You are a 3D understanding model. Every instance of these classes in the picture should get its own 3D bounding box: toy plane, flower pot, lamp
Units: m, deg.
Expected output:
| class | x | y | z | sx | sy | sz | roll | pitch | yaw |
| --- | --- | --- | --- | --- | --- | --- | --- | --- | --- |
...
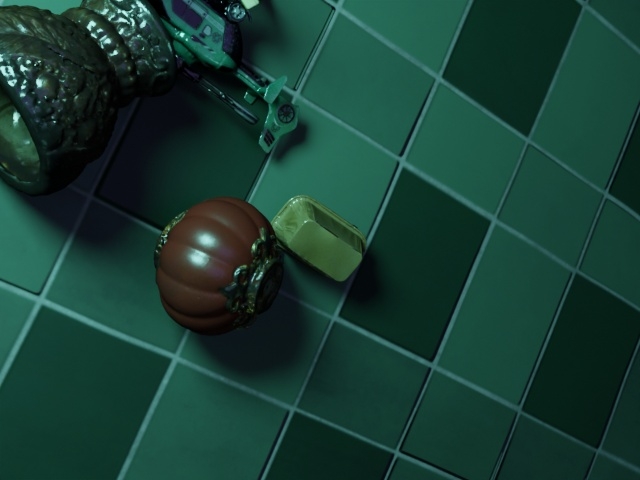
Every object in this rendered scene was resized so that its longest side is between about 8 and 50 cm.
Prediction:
| class | x | y | z | sx | sy | sz | roll | pitch | yaw |
| --- | --- | --- | --- | --- | --- | --- | --- | --- | --- |
| toy plane | -0.172 | -0.312 | 1.520 | 0.381 | 0.106 | 0.155 | 39 | 82 | -26 |
| flower pot | -0.364 | -0.235 | 1.339 | 0.267 | 0.266 | 0.267 | -38 | 111 | -31 |
| lamp | -0.169 | 0.039 | 1.492 | 0.226 | 0.227 | 0.227 | -2 | 95 | -28 |

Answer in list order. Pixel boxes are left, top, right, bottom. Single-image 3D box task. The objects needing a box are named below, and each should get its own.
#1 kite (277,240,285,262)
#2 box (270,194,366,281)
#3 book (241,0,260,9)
| class | x | y | z | sx | sy | sz | roll | pitch | yaw |
| --- | --- | --- | --- | --- | --- | --- | --- | --- | --- |
| kite | -0.092 | 0.029 | 1.637 | 0.122 | 0.004 | 0.090 | -48 | 115 | -20 |
| box | 0.000 | 0.000 | 1.636 | 0.177 | 0.111 | 0.111 | 35 | 78 | -24 |
| book | -0.171 | -0.494 | 1.457 | 0.027 | 0.202 | 0.264 | -30 | 110 | 10 |
